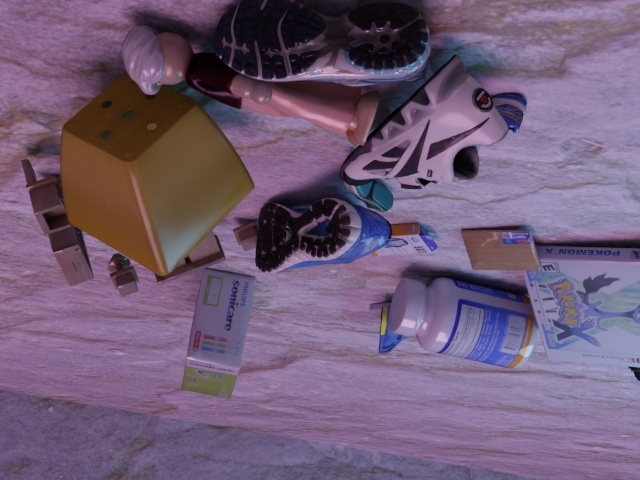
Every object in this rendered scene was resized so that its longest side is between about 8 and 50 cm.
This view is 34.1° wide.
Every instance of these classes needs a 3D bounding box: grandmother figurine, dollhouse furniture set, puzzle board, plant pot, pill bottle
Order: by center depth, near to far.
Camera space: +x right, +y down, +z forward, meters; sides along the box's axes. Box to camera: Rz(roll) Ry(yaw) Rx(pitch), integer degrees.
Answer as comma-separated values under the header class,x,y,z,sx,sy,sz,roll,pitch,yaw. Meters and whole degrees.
class,x,y,z,sx,sy,sz,roll,pitch,yaw
grandmother figurine,-0.100,-0.212,1.409,0.342,0.104,0.208,16,174,-7
plant pot,-0.253,-0.115,1.515,0.212,0.212,0.187,27,150,28
puzzle board,0.323,0.016,1.869,0.128,0.011,0.096,0,132,27
dollhouse furniture set,-0.317,-0.079,1.879,0.355,0.174,0.303,-20,143,-7
pill bottle,0.281,0.158,2.080,0.272,0.152,0.152,13,156,-11

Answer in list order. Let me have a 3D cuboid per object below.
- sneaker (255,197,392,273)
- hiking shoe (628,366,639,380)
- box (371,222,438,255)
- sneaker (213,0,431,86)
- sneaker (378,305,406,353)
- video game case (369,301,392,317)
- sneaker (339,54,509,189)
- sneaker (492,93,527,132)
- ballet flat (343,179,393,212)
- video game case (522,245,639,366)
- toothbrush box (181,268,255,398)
class,x,y,z,sx,sy,sz,roll,pitch,yaw
sneaker,0.000,0.000,1.827,0.147,0.130,0.330,9,174,-35
hiking shoe,0.660,0.229,2.165,0.226,0.114,0.086,14,156,-13
box,0.145,-0.002,1.915,0.136,0.028,0.081,-5,154,24
sneaker,0.003,-0.234,1.326,0.283,0.110,0.122,8,170,15
sneaker,0.168,0.201,2.277,0.082,0.069,0.209,4,156,2
video game case,0.210,0.164,2.288,0.157,0.019,0.143,-10,150,38
sneaker,0.139,-0.119,1.458,0.146,0.122,0.330,45,153,-5
sneaker,0.220,-0.167,1.463,0.135,0.058,0.052,-6,153,32
ballet flat,0.066,-0.089,1.706,0.052,0.057,0.168,6,159,30
video game case,0.543,0.129,1.933,0.300,0.036,0.329,2,139,26
toothbrush box,-0.227,0.211,2.310,0.122,0.206,0.283,11,158,-6
